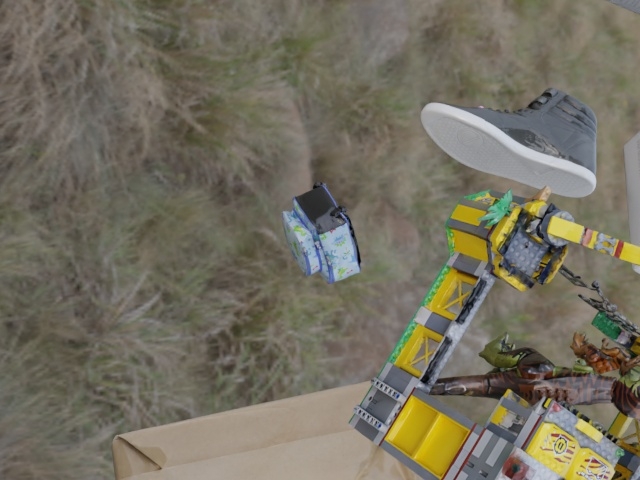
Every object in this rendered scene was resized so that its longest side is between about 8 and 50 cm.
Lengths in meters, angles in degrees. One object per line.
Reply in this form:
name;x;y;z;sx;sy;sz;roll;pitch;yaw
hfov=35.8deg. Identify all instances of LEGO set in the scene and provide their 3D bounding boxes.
LEGO set;0.198;0.127;0.690;0.331;0.192;0.255;45;80;-26

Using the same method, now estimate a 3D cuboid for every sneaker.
sneaker;0.308;-0.184;1.577;0.104;0.295;0.147;115;-5;-62

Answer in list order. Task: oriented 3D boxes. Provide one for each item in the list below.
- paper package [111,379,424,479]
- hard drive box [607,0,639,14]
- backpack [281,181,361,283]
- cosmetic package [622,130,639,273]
paper package;-0.029;0.291;1.009;0.325;0.309;0.168;84;-8;-61
hard drive box;0.314;-0.305;1.002;0.181;0.232;0.089;-2;115;-85
backpack;0.000;0.000;1.320;0.105;0.084;0.114;55;-12;55
cosmetic package;0.560;-0.134;1.131;0.161;0.453;0.230;24;48;-15
